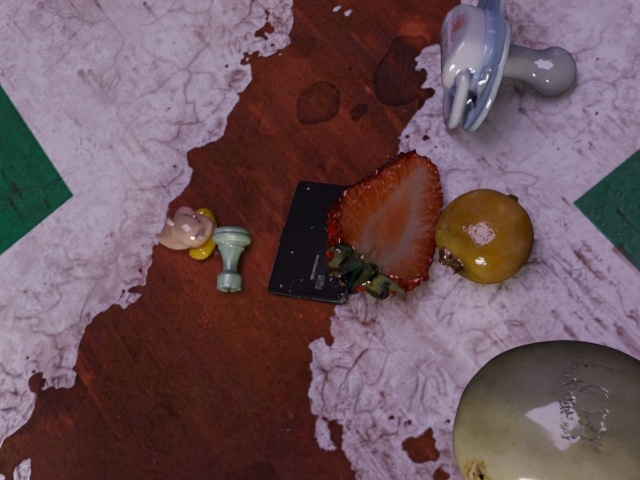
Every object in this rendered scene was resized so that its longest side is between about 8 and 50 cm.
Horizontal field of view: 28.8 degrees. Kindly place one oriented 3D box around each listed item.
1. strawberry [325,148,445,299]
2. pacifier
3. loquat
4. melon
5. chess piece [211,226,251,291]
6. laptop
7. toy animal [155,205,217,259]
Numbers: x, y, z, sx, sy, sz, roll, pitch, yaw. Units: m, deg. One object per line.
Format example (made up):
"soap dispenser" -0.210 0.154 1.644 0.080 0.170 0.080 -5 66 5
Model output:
"strawberry" 0.099 -0.010 1.989 0.188 0.106 0.286 32 59 -1
"pacifier" 0.300 -0.279 2.009 0.226 0.238 0.287 13 40 -5
"loquat" 0.250 -0.005 1.907 0.163 0.137 0.163 -1 70 3
"melon" 0.345 0.267 1.669 0.330 0.268 0.268 13 72 18
"chess piece" -0.151 0.033 2.096 0.067 0.067 0.103 -5 74 20
"laptop" 0.000 0.000 2.068 0.154 0.026 0.207 8 70 24
"toy animal" -0.230 -0.027 2.140 0.114 0.082 0.091 18 73 28
